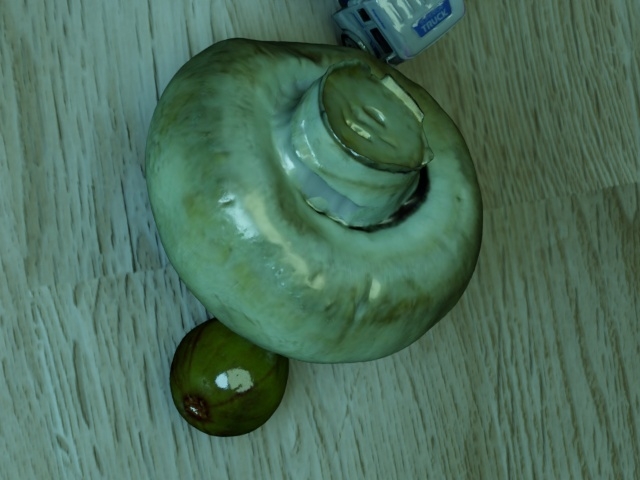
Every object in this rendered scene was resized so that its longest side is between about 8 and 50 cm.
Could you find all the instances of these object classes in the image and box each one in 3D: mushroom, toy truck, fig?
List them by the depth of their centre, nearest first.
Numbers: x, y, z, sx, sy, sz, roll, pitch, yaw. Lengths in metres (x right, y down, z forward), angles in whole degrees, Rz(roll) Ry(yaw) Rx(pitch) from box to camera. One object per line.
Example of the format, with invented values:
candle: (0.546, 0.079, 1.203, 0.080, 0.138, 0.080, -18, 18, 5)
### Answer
mushroom: (-0.001, -0.053, 1.340, 0.352, 0.260, 0.352, 18, 53, -25)
toy truck: (0.041, -0.308, 1.419, 0.124, 0.155, 0.268, -40, 104, -14)
fig: (-0.053, 0.111, 1.427, 0.236, 0.124, 0.124, -33, 103, -38)

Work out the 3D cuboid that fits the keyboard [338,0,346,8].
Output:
keyboard: (0.036, -0.299, 1.509, 0.074, 0.015, 0.196, -30, 101, -17)
